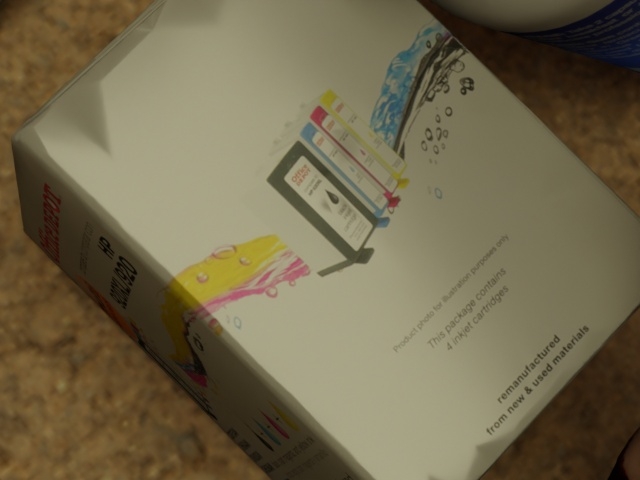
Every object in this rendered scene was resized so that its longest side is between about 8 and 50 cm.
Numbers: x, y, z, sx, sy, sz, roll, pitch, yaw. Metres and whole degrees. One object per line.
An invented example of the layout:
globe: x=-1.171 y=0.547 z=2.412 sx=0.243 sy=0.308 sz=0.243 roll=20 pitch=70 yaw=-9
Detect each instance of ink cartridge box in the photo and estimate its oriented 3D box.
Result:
ink cartridge box: x=0.000 y=0.000 z=0.723 sx=0.232 sy=0.171 sz=0.168 roll=45 pitch=74 yaw=2

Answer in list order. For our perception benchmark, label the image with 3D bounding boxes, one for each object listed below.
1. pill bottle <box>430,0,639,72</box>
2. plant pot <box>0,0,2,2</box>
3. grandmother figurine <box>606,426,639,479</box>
pill bottle: x=0.119 y=-0.162 z=0.720 sx=0.272 sy=0.152 sz=0.152 roll=5 pitch=72 yaw=-54
plant pot: x=-0.301 y=-0.191 z=0.685 sx=0.252 sy=0.248 sz=0.247 roll=38 pitch=73 yaw=19
grandmother figurine: x=0.164 y=0.100 z=0.677 sx=0.208 sy=0.342 sz=0.104 roll=-16 pitch=40 yaw=-35
